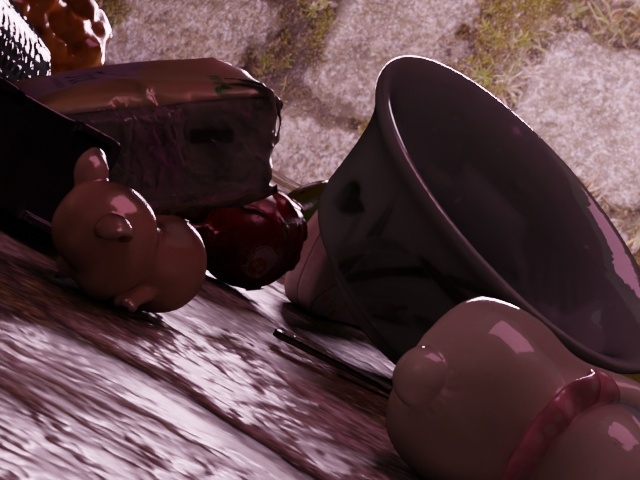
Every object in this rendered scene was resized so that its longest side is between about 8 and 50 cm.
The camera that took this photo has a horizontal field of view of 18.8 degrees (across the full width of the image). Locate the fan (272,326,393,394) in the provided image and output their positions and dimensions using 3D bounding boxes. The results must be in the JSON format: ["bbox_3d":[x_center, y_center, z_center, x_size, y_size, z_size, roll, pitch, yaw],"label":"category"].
[{"bbox_3d":[0.113,0.143,1.544,0.294,0.012,0.223,29,4,12],"label":"fan"}]

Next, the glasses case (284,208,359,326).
[{"bbox_3d":[0.046,0.026,1.891,0.075,0.113,0.297,26,4,21],"label":"glasses case"}]

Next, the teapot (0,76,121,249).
[{"bbox_3d":[-0.215,-0.047,1.394,0.177,0.087,0.096,27,-19,0],"label":"teapot"}]

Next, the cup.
[{"bbox_3d":[0.125,0.020,1.688,0.347,0.163,0.347,38,24,-21],"label":"cup"}]

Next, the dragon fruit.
[{"bbox_3d":[-0.087,0.002,1.672,0.190,0.094,0.094,-7,27,-42],"label":"dragon fruit"}]

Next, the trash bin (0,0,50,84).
[{"bbox_3d":[-0.334,-0.177,1.755,0.175,0.175,0.161,30,-5,31],"label":"trash bin"}]

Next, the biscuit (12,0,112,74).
[{"bbox_3d":[-0.394,-0.248,1.949,0.312,0.110,0.318,-3,-22,45],"label":"biscuit"}]

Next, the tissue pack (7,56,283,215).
[{"bbox_3d":[-0.155,-0.085,1.616,0.215,0.123,0.257,-6,10,-12],"label":"tissue pack"}]

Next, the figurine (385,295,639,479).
[{"bbox_3d":[0.163,0.141,1.199,0.235,0.127,0.155,34,-4,21],"label":"figurine"}]

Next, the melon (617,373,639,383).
[{"bbox_3d":[0.235,0.118,1.923,0.196,0.124,0.323,27,-3,-29],"label":"melon"}]

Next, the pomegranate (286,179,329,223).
[{"bbox_3d":[0.000,0.000,2.046,0.115,0.114,0.142,27,27,-8],"label":"pomegranate"}]

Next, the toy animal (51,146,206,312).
[{"bbox_3d":[-0.126,0.003,1.283,0.083,0.089,0.150,26,-6,30],"label":"toy animal"}]
